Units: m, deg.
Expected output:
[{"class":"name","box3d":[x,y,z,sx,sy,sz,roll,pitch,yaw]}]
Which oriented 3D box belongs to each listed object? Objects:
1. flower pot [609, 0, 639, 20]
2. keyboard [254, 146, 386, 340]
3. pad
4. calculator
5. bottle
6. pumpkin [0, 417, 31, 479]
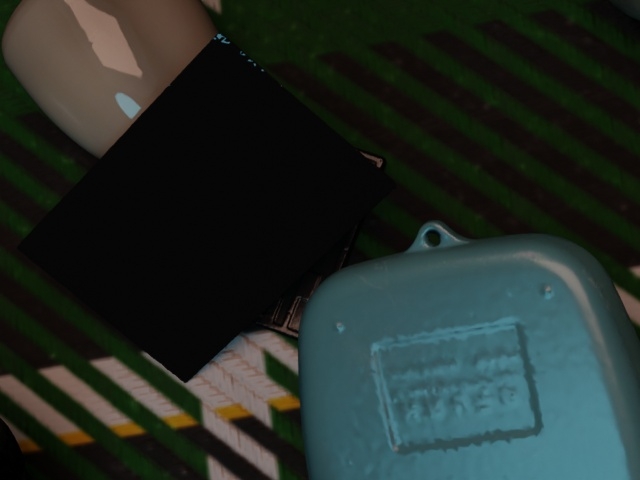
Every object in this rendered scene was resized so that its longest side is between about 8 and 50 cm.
[{"class":"flower pot","box3d":[0.301,-0.243,1.319,0.246,0.195,0.246,-2,77,10]},{"class":"keyboard","box3d":[0.000,0.000,1.424,0.053,0.010,0.155,21,82,15]},{"class":"pad","box3d":[-0.084,-0.016,1.352,0.170,0.006,0.245,40,118,-12]},{"class":"calculator","box3d":[0.114,0.175,1.252,0.256,0.054,0.386,-11,94,23]},{"class":"bottle","box3d":[-0.117,-0.098,1.410,0.147,0.147,0.236,-39,81,1]},{"class":"pumpkin","box3d":[-0.342,0.205,1.354,0.295,0.296,0.296,-3,77,12]}]
